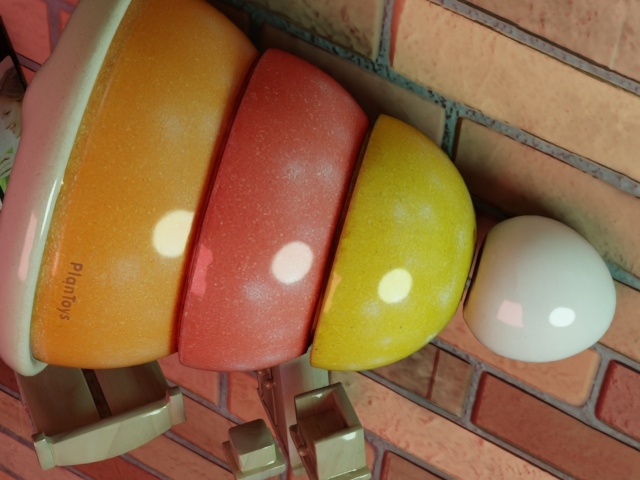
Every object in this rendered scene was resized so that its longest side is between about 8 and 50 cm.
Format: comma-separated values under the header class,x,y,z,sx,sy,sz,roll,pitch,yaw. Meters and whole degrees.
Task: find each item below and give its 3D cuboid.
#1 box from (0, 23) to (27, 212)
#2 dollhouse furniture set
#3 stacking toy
class,x,y,z,sx,sy,sz,roll,pitch,yaw
box,-0.358,-0.094,1.808,0.169,0.087,0.290,15,138,30
dollhouse furniture set,-0.167,0.179,1.700,0.174,0.355,0.303,84,164,-45
stacking toy,0.000,0.000,1.467,0.480,0.350,0.350,18,143,1
